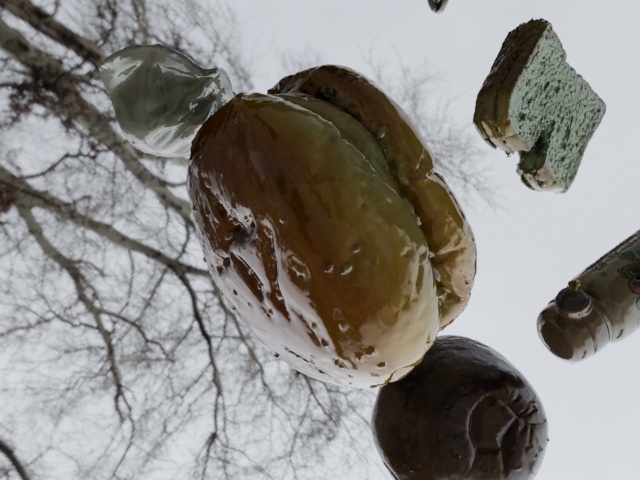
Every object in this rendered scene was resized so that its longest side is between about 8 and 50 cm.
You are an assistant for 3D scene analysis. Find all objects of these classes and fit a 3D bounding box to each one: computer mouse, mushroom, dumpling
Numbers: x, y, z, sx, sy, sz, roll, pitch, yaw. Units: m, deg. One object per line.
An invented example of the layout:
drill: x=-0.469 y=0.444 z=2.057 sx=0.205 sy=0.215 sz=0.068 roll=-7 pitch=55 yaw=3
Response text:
computer mouse: x=0.197 y=-0.423 z=1.274 sx=0.039 sy=0.066 sz=0.096 roll=19 pitch=-119 yaw=-5
mushroom: x=0.177 y=0.213 z=0.920 sx=0.138 sy=0.231 sz=0.194 roll=176 pitch=-86 yaw=-66
dumpling: x=-0.153 y=-0.147 z=0.827 sx=0.127 sy=0.188 sz=0.108 roll=-11 pitch=-120 yaw=21

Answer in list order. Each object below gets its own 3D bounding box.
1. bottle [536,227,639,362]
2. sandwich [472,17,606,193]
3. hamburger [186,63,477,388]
bottle: x=0.358 y=0.065 z=0.941 sx=0.209 sy=0.110 sz=0.097 roll=-31 pitch=-141 yaw=-19
sandwich: x=0.420 y=-0.246 z=1.482 sx=0.095 sy=0.273 sz=0.249 roll=6 pitch=-118 yaw=52
hamburger: x=0.000 y=0.000 z=0.728 sx=0.170 sy=0.314 sz=0.290 roll=-30 pitch=-179 yaw=-28
